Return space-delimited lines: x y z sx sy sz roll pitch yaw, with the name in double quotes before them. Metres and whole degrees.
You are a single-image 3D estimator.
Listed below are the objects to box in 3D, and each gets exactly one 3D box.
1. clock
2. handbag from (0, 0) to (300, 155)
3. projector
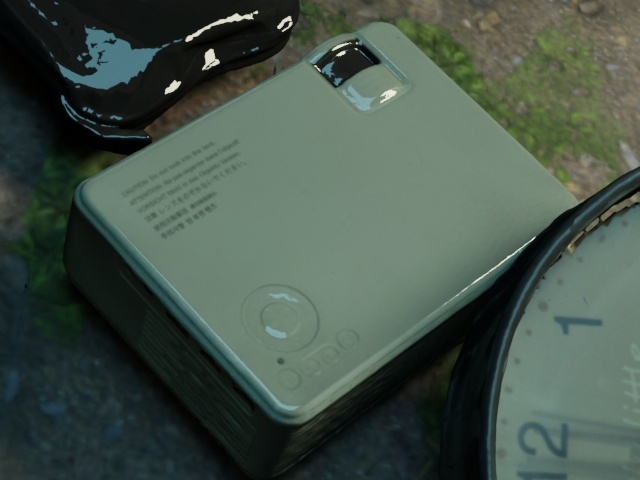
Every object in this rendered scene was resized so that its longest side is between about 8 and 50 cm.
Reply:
"clock" 0.257 0.126 0.893 0.386 0.076 0.386 2 74 -8
"handbag" -0.168 -0.200 1.082 0.191 0.075 0.332 -33 71 -33
"projector" 0.000 0.000 0.976 0.257 0.099 0.192 -33 71 -32
